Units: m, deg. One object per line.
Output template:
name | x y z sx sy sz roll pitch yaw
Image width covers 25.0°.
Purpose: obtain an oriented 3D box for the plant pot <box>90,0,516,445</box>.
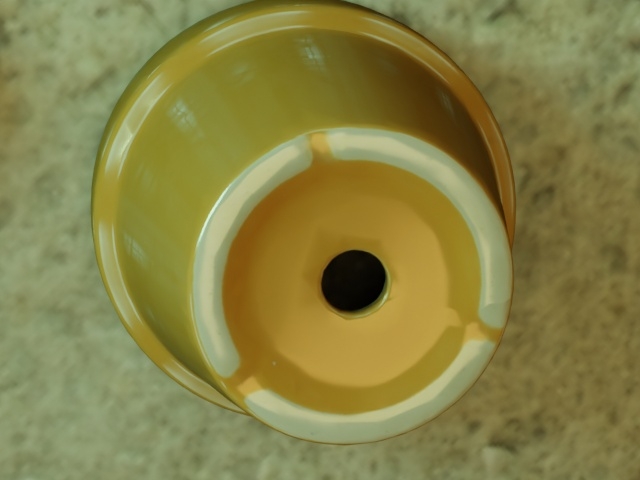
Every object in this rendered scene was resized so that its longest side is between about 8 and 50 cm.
plant pot | 0.000 0.000 0.641 0.205 0.188 0.205 -2 103 -8
